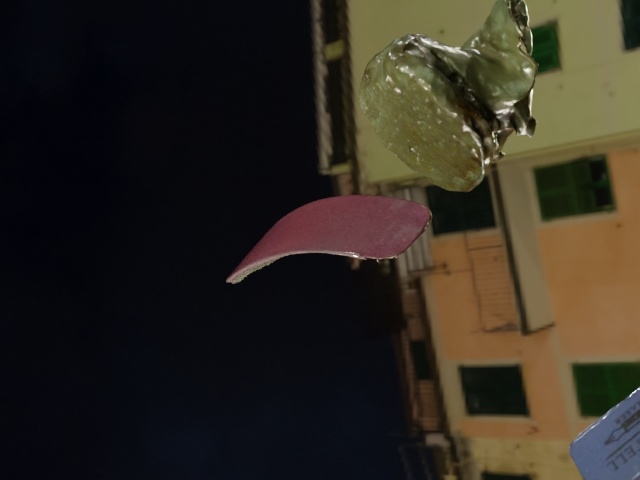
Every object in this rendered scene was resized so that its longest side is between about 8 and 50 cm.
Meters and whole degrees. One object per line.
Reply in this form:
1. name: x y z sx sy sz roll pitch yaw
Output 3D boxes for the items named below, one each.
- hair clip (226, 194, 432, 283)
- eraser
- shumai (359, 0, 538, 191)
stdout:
1. hair clip: -0.001 -0.001 0.597 0.054 0.137 0.022 -49 -63 -37
2. eraser: 0.298 0.121 0.838 0.225 0.082 0.036 -42 -68 11
3. shumai: 0.253 -0.266 1.880 0.292 0.330 0.288 34 -109 10
